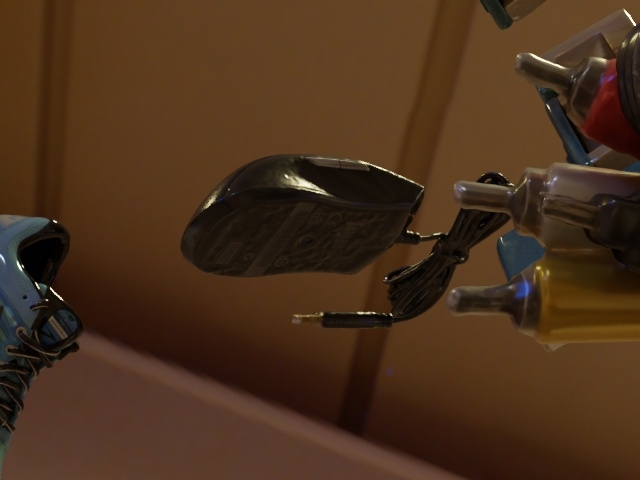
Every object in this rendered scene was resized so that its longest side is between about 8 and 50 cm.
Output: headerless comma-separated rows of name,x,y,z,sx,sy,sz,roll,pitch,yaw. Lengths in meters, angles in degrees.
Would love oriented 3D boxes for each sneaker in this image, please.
sneaker,-0.144,0.047,0.779,0.073,0.162,0.063,-8,-38,9

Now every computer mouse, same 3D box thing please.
computer mouse,0.000,0.000,1.242,0.262,0.060,0.184,-2,-35,-31

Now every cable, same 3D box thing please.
cable,0.197,-0.001,0.660,0.287,0.072,0.140,15,-85,-6

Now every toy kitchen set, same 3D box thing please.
toy kitchen set,0.109,-0.082,0.882,0.122,0.207,0.166,-30,-61,10
